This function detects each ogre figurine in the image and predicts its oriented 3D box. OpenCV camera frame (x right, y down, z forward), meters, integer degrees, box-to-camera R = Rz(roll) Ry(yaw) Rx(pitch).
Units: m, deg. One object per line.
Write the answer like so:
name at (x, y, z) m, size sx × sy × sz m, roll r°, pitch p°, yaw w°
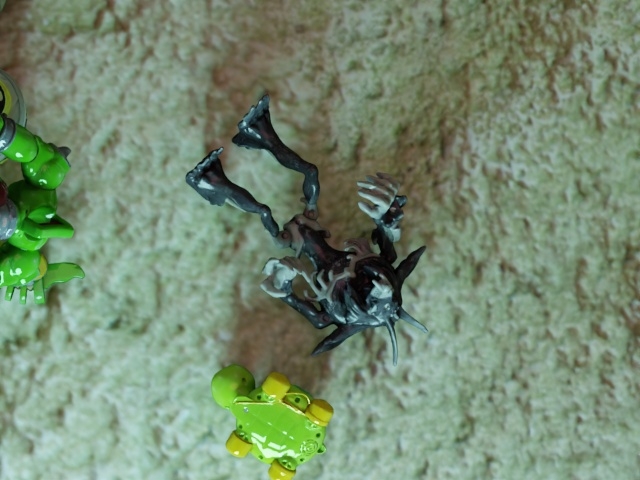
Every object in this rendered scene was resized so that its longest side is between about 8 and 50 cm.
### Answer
ogre figurine at (-0.294, -0.023, 1.581) m, size 0.118 × 0.096 × 0.197 m, roll 5°, pitch 90°, yaw -42°

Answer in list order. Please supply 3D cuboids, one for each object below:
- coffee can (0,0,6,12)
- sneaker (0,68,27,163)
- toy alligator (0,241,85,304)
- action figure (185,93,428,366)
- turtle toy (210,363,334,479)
coffee can at (-0.411, -0.334, 1.624) m, size 0.275 × 0.201 × 0.202 m, roll 20°, pitch 81°, yaw -5°
sneaker at (-0.464, -0.083, 1.613) m, size 0.384 × 0.147 × 0.145 m, roll -25°, pitch 88°, yaw -8°
toy alligator at (-0.322, 0.025, 1.663) m, size 0.189 × 0.056 × 0.051 m, roll 15°, pitch 81°, yaw -6°
action figure at (0.000, 0.000, 1.671) m, size 0.275 × 0.141 × 0.164 m, roll 45°, pitch 78°, yaw 3°
turtle toy at (-0.049, 0.167, 1.677) m, size 0.130 × 0.066 × 0.095 m, roll 33°, pitch 103°, yaw 0°
